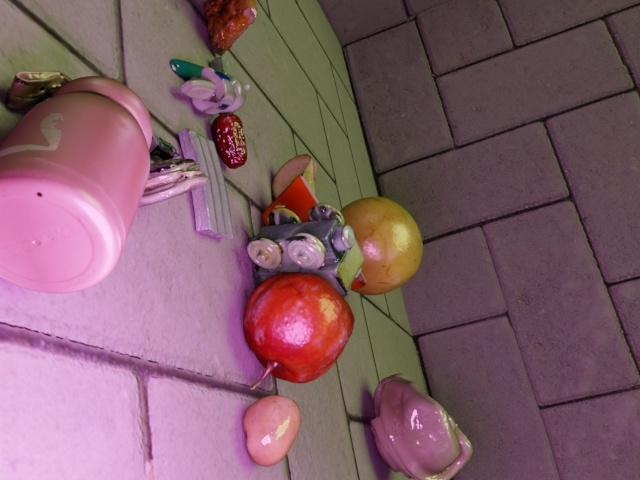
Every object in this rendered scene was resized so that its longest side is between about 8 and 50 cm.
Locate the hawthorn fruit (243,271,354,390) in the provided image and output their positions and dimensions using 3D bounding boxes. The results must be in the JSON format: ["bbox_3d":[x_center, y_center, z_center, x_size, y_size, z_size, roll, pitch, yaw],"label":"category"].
[{"bbox_3d":[-0.063,0.202,1.288,0.271,0.242,0.241,-55,131,-37],"label":"hawthorn fruit"}]

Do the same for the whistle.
[{"bbox_3d":[-0.242,-0.341,1.418,0.092,0.110,0.244,64,23,4],"label":"whistle"}]

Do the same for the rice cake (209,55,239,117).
[{"bbox_3d":[-0.235,-0.354,1.570,0.042,0.045,0.245,22,53,-68],"label":"rice cake"}]

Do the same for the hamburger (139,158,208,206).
[{"bbox_3d":[-0.258,-0.097,1.018,0.133,0.140,0.062,-24,98,-41],"label":"hamburger"}]

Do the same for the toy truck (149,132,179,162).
[{"bbox_3d":[-0.298,-0.170,1.150,0.044,0.039,0.083,59,9,16],"label":"toy truck"}]

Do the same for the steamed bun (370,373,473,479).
[{"bbox_3d":[0.298,0.626,2.002,0.342,0.255,0.368,49,-8,-16],"label":"steamed bun"}]

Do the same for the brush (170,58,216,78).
[{"bbox_3d":[-0.293,-0.386,1.443,0.193,0.032,0.043,-7,85,-63],"label":"brush"}]

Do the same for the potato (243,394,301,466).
[{"bbox_3d":[-0.093,0.354,1.174,0.147,0.112,0.112,-69,140,-56],"label":"potato"}]

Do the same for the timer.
[{"bbox_3d":[0.000,0.000,1.627,0.250,0.161,0.257,39,-13,43],"label":"timer"}]

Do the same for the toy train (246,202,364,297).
[{"bbox_3d":[-0.039,0.029,1.417,0.188,0.272,0.159,64,37,-30],"label":"toy train"}]

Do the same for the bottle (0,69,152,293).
[{"bbox_3d":[-0.316,-0.099,0.767,0.207,0.173,0.296,28,35,-20],"label":"bottle"}]

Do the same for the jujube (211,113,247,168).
[{"bbox_3d":[-0.212,-0.233,1.460,0.077,0.078,0.129,-31,108,-75],"label":"jujube"}]

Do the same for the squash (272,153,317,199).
[{"bbox_3d":[-0.049,-0.125,1.868,0.169,0.093,0.252,-54,143,-13],"label":"squash"}]

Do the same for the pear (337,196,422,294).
[{"bbox_3d":[0.175,0.019,2.095,0.348,0.349,0.348,-17,90,-75],"label":"pear"}]

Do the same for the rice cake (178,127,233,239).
[{"bbox_3d":[-0.237,-0.117,1.300,0.127,0.043,0.236,26,49,-72],"label":"rice cake"}]

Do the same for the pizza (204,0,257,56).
[{"bbox_3d":[-0.248,-0.581,1.616,0.058,0.197,0.292,10,21,-36],"label":"pizza"}]
